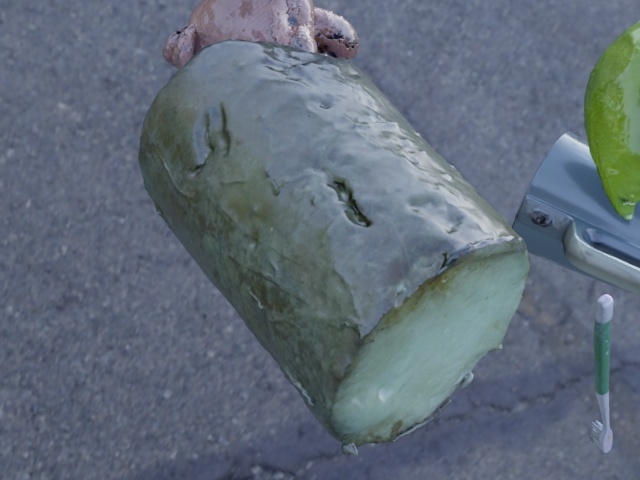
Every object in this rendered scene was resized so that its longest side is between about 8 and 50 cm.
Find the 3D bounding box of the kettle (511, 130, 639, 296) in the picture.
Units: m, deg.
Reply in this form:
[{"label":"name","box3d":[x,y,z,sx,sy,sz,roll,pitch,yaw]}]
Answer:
[{"label":"kettle","box3d":[0.364,-0.006,1.480,0.243,0.160,0.210,28,25,20]}]

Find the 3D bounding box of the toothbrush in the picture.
[{"label":"toothbrush","box3d":[0.280,0.136,1.215,0.018,0.257,0.024,-36,52,-19]}]

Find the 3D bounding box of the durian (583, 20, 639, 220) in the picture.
[{"label":"durian","box3d":[0.371,-0.156,1.390,0.139,0.101,0.250,30,79,-24]}]

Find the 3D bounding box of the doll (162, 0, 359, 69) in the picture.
[{"label":"doll","box3d":[-0.028,-0.197,1.474,0.303,0.201,0.156,43,3,-37]}]

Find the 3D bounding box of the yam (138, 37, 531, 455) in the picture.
[{"label":"yam","box3d":[0.005,-0.011,0.883,0.195,0.195,0.300,-10,44,-34]}]
